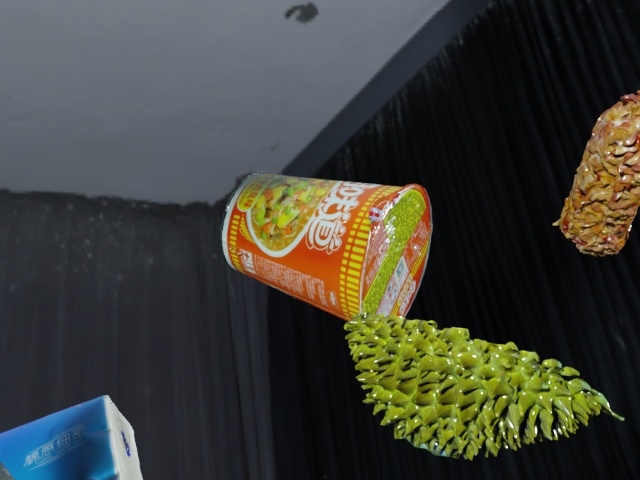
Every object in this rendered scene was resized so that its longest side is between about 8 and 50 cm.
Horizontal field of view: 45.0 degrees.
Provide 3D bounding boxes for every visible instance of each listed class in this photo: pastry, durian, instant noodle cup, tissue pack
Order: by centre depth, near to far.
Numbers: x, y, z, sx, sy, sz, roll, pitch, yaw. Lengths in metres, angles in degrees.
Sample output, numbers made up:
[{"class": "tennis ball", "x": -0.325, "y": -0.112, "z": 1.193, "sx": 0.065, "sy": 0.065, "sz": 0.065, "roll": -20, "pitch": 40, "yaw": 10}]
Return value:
[{"class": "durian", "x": 0.103, "y": 0.118, "z": 0.589, "sx": 0.220, "sy": 0.096, "sz": 0.137, "roll": 5, "pitch": 165, "yaw": 34}, {"class": "pastry", "x": 0.250, "y": -0.056, "z": 0.670, "sx": 0.063, "sy": 0.087, "sz": 0.169, "roll": 6, "pitch": 131, "yaw": 3}, {"class": "tissue pack", "x": -0.336, "y": 0.307, "z": 0.854, "sx": 0.269, "sy": 0.209, "sz": 0.137, "roll": -20, "pitch": 135, "yaw": -6}, {"class": "instant noodle cup", "x": 0.000, "y": 0.000, "z": 0.924, "sx": 0.212, "sy": 0.193, "sz": 0.193, "roll": 15, "pitch": 165, "yaw": 26}]

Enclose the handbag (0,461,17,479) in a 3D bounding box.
[{"class": "handbag", "x": -0.291, "y": 0.202, "z": 0.567, "sx": 0.088, "sy": 0.175, "sz": 0.270, "roll": -29, "pitch": 119, "yaw": -13}]
